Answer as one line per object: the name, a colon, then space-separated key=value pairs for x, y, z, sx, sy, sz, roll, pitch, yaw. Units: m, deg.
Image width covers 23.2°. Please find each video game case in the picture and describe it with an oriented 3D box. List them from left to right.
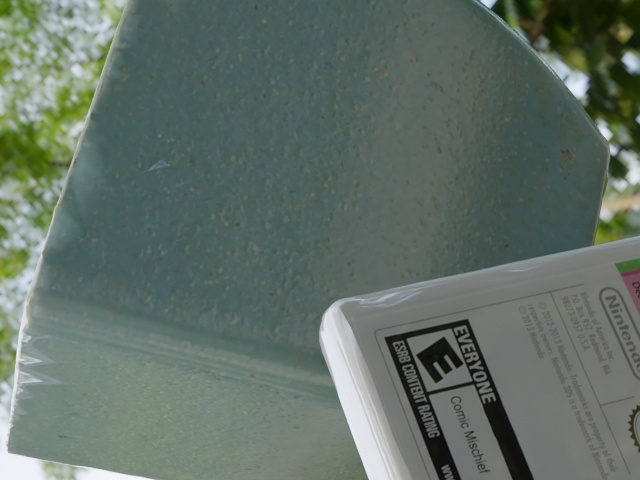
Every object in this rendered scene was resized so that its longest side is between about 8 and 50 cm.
video game case: x=0.122 y=0.093 z=0.400 sx=0.193 sy=0.212 sz=0.023 roll=-11 pitch=-26 yaw=-20

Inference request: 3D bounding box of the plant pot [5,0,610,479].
plant pot: x=0.000 y=0.000 z=0.795 sx=0.248 sy=0.252 sz=0.247 roll=122 pitch=164 yaw=-65
